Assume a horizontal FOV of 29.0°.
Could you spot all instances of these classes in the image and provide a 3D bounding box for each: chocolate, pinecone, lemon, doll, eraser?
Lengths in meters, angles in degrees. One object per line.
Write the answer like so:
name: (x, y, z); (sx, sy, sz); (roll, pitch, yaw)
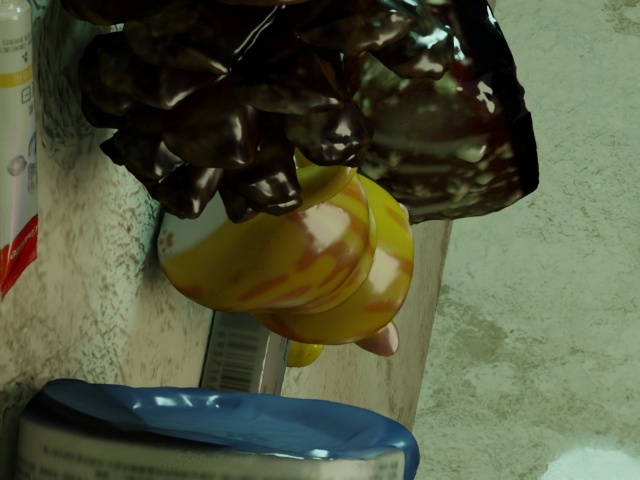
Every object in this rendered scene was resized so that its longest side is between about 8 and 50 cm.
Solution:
chocolate: (0.126, -0.143, 1.501); (0.340, 0.210, 0.225); (67, 3, -60)
pinecone: (-0.035, -0.141, 0.708); (0.309, 0.244, 0.244); (108, 2, -45)
lemon: (-0.025, 0.098, 1.302); (0.065, 0.065, 0.092); (-69, 172, -46)
doll: (-0.019, -0.005, 0.993); (0.269, 0.162, 0.166); (40, 63, -67)
eraser: (-0.066, 0.109, 1.132); (0.089, 0.061, 0.351); (49, 50, -73)

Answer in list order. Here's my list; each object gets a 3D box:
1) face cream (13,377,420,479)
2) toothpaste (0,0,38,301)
face cream: (-0.066, 0.207, 0.748); (0.249, 0.249, 0.225); (4, 93, -78)
toothpaste: (-0.163, -0.059, 0.648); (0.048, 0.031, 0.190); (-69, 166, -58)
